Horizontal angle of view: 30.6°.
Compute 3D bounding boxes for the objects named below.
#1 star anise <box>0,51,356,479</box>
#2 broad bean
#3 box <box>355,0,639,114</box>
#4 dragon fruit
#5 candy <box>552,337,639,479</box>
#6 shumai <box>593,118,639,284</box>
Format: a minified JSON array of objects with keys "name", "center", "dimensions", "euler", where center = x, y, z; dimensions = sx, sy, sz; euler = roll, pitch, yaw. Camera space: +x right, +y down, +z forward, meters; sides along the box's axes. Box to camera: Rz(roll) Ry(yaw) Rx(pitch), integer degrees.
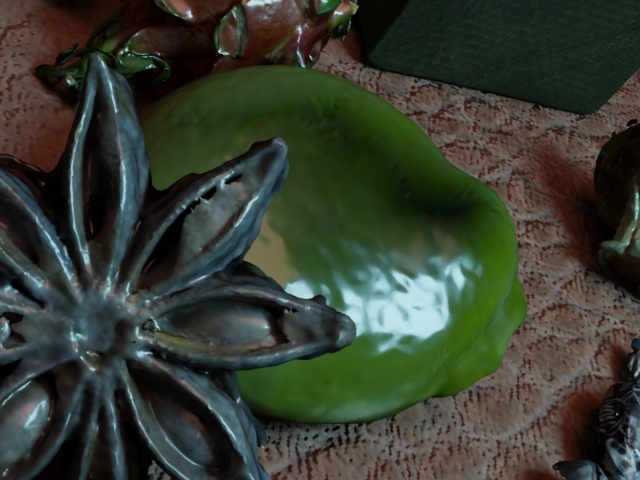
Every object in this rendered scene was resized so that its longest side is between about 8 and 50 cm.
[{"name":"star anise","center":[-0.111,0.040,0.585],"dimensions":[0.223,0.235,0.109],"euler":[25,-2,-12]},{"name":"broad bean","center":[0.000,0.000,0.731],"dimensions":[0.291,0.119,0.238],"euler":[8,63,-27]},{"name":"box","center":[0.172,-0.238,1.020],"dimensions":[0.273,0.184,0.143],"euler":[8,48,-31]},{"name":"dragon fruit","center":[-0.082,-0.157,0.814],"dimensions":[0.137,0.236,0.135],"euler":[-118,-175,-73]},{"name":"candy","center":[0.217,0.145,0.811],"dimensions":[0.094,0.051,0.226],"euler":[47,43,-6]},{"name":"shumai","center":[0.270,-0.017,0.956],"dimensions":[0.145,0.145,0.116],"euler":[43,78,5]}]
